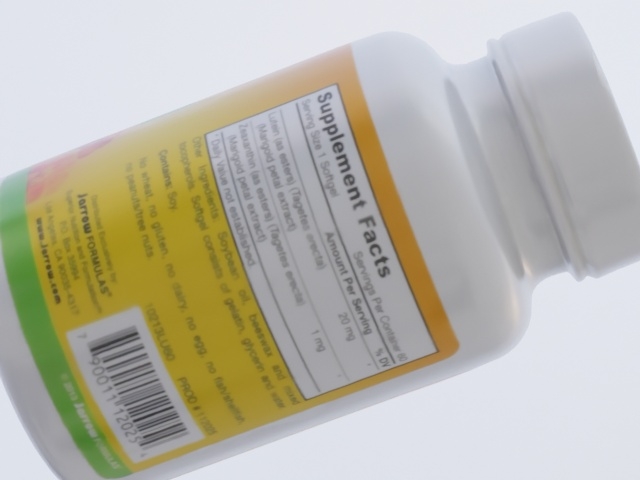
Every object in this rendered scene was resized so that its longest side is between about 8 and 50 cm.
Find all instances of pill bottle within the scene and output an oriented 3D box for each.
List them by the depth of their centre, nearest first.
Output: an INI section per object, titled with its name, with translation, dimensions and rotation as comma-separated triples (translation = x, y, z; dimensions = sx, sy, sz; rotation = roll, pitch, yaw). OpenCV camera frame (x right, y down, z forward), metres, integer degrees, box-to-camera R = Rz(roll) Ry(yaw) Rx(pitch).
[pill bottle]
translation = 0.000, 0.000, 0.689
dimensions = 0.246, 0.136, 0.136
rotation = -20, -52, 6
